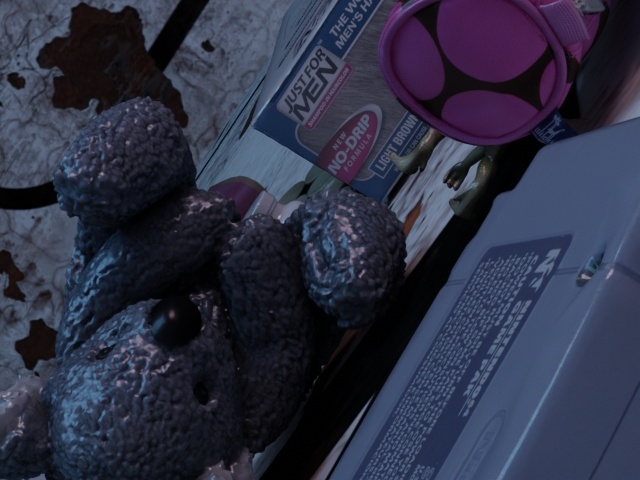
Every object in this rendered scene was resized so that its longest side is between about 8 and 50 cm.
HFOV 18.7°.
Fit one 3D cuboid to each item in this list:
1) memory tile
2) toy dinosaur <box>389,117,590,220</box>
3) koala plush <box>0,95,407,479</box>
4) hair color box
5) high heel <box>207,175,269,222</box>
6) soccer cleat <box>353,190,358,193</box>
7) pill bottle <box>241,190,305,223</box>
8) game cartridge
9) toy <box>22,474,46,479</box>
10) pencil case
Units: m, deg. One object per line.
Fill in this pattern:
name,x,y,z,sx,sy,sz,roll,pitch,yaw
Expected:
memory tile,-0.016,-0.010,1.328,0.113,0.012,0.148,-46,14,10
toy dinosaur,0.082,-0.062,0.977,0.092,0.053,0.183,-55,8,12
koala plush,-0.082,0.078,1.027,0.221,0.196,0.203,-70,3,-56
hair color box,0.049,-0.165,1.384,0.174,0.105,0.347,-56,8,17
high heel,-0.184,0.058,1.841,0.181,0.127,0.377,-50,6,-32
soccer cleat,0.000,0.000,1.344,0.083,0.029,0.035,-55,-1,-4
pill bottle,-0.006,0.005,1.145,0.043,0.083,0.043,-57,8,12
game cartridge,0.041,0.096,0.625,0.294,0.060,0.196,-59,4,-8
toy,-0.133,0.197,1.144,0.237,0.137,0.056,-69,-20,-63
pencil case,0.104,-0.126,0.924,0.098,0.095,0.209,-34,16,35
